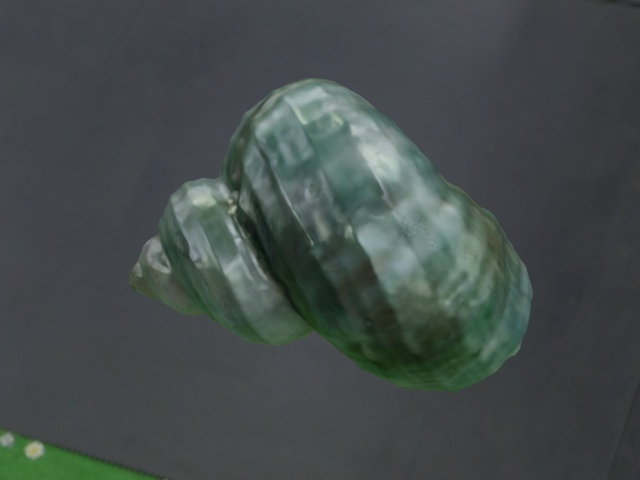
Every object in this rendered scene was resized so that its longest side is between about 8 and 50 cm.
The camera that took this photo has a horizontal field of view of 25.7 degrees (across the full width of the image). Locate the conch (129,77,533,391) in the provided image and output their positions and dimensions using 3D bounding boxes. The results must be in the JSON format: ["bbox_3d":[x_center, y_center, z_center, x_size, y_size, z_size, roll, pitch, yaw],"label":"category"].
[{"bbox_3d":[0.000,0.000,0.959,0.277,0.220,0.195,-7,15,8],"label":"conch"}]
